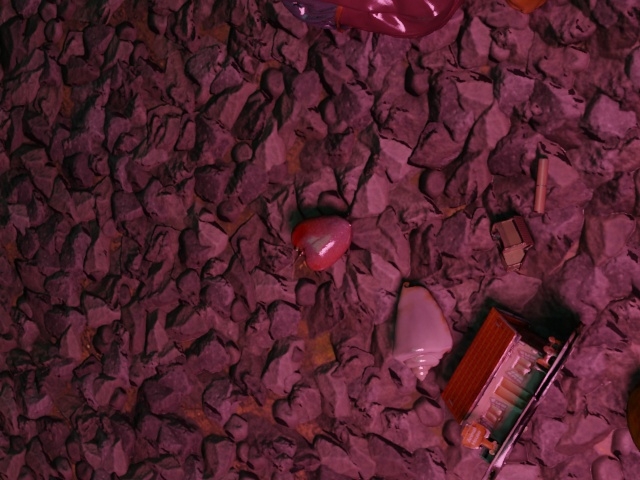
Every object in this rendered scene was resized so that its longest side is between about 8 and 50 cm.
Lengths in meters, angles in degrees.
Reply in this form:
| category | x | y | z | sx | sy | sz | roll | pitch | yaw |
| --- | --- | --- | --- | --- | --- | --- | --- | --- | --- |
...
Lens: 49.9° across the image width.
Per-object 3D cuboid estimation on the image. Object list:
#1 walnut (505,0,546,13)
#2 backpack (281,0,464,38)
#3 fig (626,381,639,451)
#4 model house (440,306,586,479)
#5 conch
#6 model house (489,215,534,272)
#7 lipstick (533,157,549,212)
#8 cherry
| category | x | y | z | sx | sy | sz | roll | pitch | yaw |
| --- | --- | --- | --- | --- | --- | --- | --- | --- | --- |
| walnut | 0.341 | -0.501 | 1.137 | 0.137 | 0.137 | 0.246 | 1 | 102 | 24 |
| backpack | 0.114 | -0.492 | 1.204 | 0.317 | 0.197 | 0.284 | 20 | 100 | 16 |
| fig | 0.560 | 0.281 | 1.088 | 0.144 | 0.154 | 0.166 | 27 | 134 | 5 |
| model house | 0.301 | 0.235 | 1.152 | 0.154 | 0.207 | 0.294 | 32 | 104 | 22 |
| conch | 0.185 | 0.170 | 1.279 | 0.104 | 0.094 | 0.176 | -17 | 59 | 36 |
| model house | 0.341 | 0.006 | 1.208 | 0.058 | 0.057 | 0.083 | -17 | 64 | -2 |
| lipstick | 0.385 | -0.095 | 1.198 | 0.018 | 0.019 | 0.094 | 7 | 95 | 23 |
| cherry | 0.003 | 0.005 | 1.334 | 0.126 | 0.087 | 0.106 | -9 | 82 | 6 |
